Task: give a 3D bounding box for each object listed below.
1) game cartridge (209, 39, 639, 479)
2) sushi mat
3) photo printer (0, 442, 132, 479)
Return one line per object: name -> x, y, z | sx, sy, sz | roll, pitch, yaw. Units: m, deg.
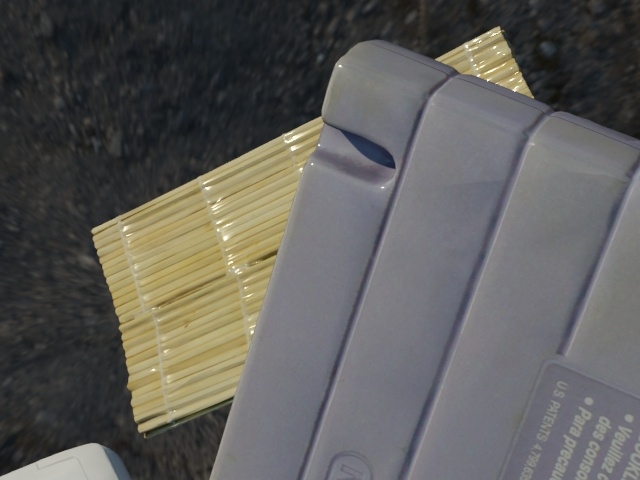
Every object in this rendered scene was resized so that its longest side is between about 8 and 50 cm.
game cartridge -> 0.066, 0.128, 0.604 | 0.230, 0.068, 0.355 | 22, 113, 9
sushi mat -> 0.000, 0.000, 0.967 | 0.316, 0.019, 0.151 | -24, 65, 23
photo printer -> -0.200, 0.312, 1.095 | 0.256, 0.107, 0.307 | -23, 50, -15
